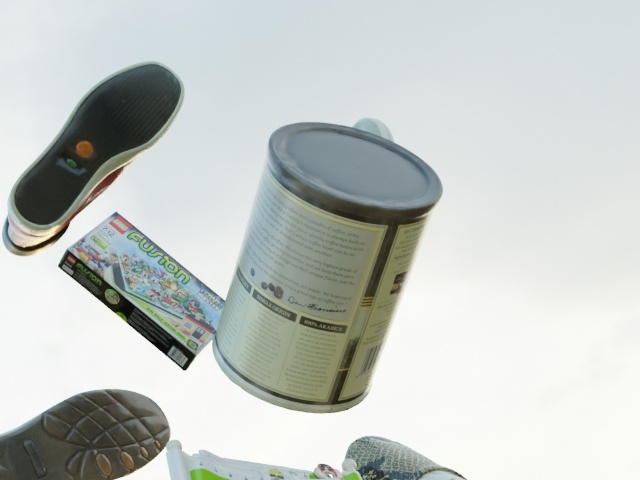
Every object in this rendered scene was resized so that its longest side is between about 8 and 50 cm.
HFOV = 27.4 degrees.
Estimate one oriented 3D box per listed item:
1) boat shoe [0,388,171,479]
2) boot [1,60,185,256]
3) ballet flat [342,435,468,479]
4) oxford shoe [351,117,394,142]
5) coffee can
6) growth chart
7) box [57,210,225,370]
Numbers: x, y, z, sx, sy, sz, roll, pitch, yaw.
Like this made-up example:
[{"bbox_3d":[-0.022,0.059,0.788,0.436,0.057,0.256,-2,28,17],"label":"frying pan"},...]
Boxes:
[{"bbox_3d":[-0.342,0.273,1.650,0.324,0.123,0.116,-12,-14,-37],"label":"boat shoe"},{"bbox_3d":[-0.253,-0.086,1.434,0.244,0.088,0.176,-48,4,-21],"label":"boot"},{"bbox_3d":[0.212,0.438,1.670,0.164,0.483,0.182,-23,-11,-42],"label":"ballet flat"},{"bbox_3d":[0.000,0.000,2.003,0.130,0.449,0.169,28,-19,-22],"label":"oxford shoe"},{"bbox_3d":[0.003,0.030,1.510,0.201,0.201,0.275,-4,-56,-37],"label":"coffee can"},{"bbox_3d":[-0.039,0.249,1.261,0.237,0.172,0.021,12,-72,-27],"label":"growth chart"},{"bbox_3d":[-0.214,0.061,1.645,0.036,0.207,0.114,-54,-4,37],"label":"box"}]
